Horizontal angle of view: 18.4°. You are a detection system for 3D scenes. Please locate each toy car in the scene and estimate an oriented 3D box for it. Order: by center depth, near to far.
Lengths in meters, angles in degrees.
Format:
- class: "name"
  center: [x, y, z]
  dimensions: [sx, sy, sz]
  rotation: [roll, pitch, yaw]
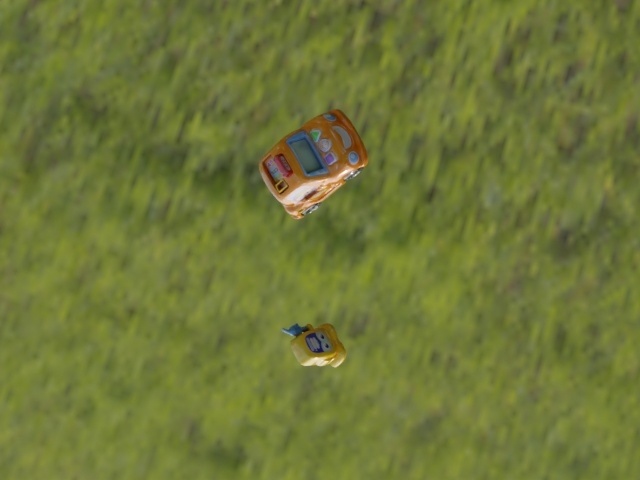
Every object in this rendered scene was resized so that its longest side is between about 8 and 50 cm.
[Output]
- class: "toy car"
  center: [0.000, 0.000, 0.962]
  dimensions: [0.060, 0.122, 0.040]
  rotation: [-18, 174, 35]
